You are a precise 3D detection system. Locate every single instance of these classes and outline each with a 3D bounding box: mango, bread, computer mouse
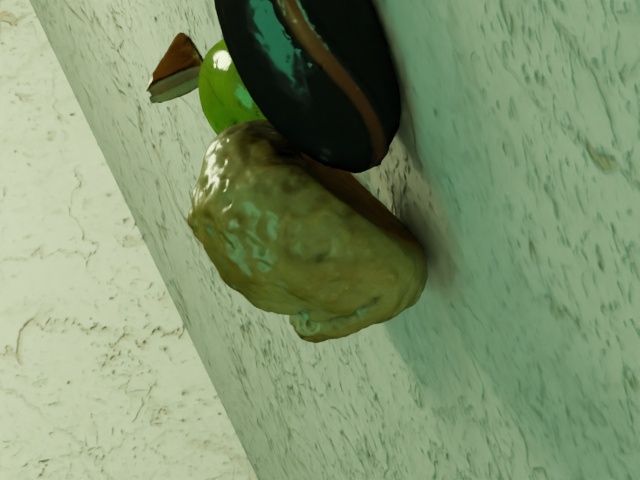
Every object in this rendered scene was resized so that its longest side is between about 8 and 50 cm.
[{"bbox_3d":[-0.074,-0.161,2.084,0.163,0.089,0.117,149,107,-67],"label":"mango"},{"bbox_3d":[-0.020,-0.003,1.780,0.244,0.134,0.244,37,-168,-9],"label":"bread"},{"bbox_3d":[-0.173,-0.215,2.519,0.062,0.109,0.043,9,140,25],"label":"bread"},{"bbox_3d":[-0.029,-0.206,1.691,0.323,0.116,0.183,69,164,-4],"label":"computer mouse"}]
